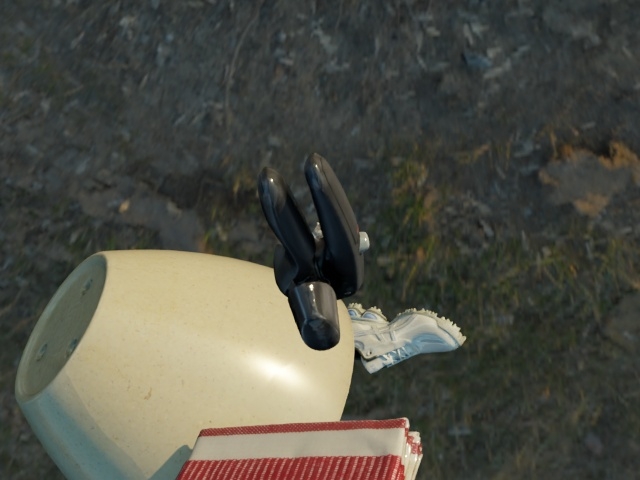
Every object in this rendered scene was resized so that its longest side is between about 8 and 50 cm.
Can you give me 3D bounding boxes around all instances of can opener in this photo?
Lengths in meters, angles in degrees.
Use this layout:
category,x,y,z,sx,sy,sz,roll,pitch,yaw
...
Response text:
category,x,y,z,sx,sy,sz,roll,pitch,yaw
can opener,0.000,0.000,0.718,0.059,0.073,0.186,-22,154,-7

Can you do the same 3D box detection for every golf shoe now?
category,x,y,z,sx,sy,sz,roll,pitch,yaw
golf shoe,0.091,0.128,1.509,0.176,0.086,0.069,-1,140,42

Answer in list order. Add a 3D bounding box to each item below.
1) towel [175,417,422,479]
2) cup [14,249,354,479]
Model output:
category,x,y,z,sx,sy,sz,roll,pitch,yaw
towel,-0.065,0.281,0.960,0.237,0.329,0.037,-8,133,36
cup,-0.161,0.141,1.261,0.237,0.331,0.331,32,117,-25
